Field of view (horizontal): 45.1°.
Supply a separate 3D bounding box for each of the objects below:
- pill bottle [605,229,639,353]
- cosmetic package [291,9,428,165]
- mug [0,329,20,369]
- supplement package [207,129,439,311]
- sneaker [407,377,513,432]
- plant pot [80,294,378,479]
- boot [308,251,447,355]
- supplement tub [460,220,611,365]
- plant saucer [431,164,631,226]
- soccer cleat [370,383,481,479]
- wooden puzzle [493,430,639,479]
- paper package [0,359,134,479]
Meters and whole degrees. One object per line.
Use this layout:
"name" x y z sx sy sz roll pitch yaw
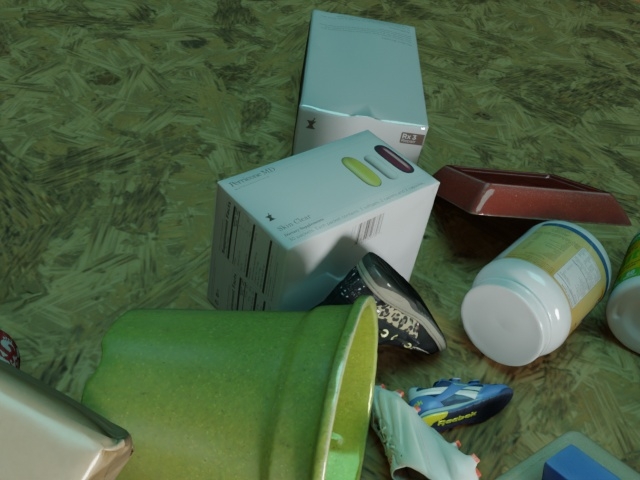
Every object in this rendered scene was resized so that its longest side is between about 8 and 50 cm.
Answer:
"pill bottle" 0.523 0.052 1.156 0.136 0.136 0.246 26 41 16
"cosmetic package" 0.066 -0.258 1.396 0.217 0.156 0.385 10 41 -3
"mug" -0.364 0.179 0.798 0.113 0.150 0.169 -14 24 -10
"supplement package" 0.000 0.000 1.030 0.262 0.204 0.145 -25 51 -35
"sneaker" 0.174 0.196 0.963 0.144 0.053 0.059 -6 41 -22
"plant pot" -0.090 0.174 0.785 0.254 0.276 0.276 8 38 12
"boot" 0.049 0.122 0.975 0.178 0.236 0.085 -37 52 8
"supplement tub" 0.299 0.071 1.070 0.144 0.144 0.199 35 45 25
"plant saucer" 0.324 -0.079 1.243 0.259 0.048 0.258 3 13 -10
"soccer cleat" 0.095 0.229 0.871 0.076 0.068 0.196 -33 38 -21
"wooden puzzle" 0.281 0.328 0.758 0.348 0.080 0.322 -17 33 -32
"paper package" -0.363 0.210 0.587 0.325 0.168 0.309 29 74 1
